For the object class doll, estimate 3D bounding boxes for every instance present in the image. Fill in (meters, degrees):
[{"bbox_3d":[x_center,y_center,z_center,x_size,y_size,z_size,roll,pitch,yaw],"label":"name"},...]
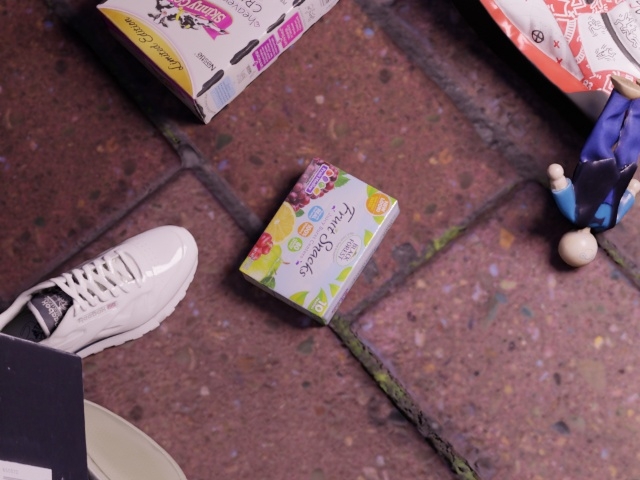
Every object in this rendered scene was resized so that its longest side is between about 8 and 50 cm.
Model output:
[{"bbox_3d":[0.268,-0.063,1.617,0.046,0.129,0.189,39,118,46],"label":"doll"}]

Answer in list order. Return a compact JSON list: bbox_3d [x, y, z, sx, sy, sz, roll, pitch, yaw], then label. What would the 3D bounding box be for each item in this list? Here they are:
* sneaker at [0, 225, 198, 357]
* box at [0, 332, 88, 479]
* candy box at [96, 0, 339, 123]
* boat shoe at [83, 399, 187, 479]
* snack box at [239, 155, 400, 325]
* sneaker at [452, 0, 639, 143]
[{"bbox_3d":[-0.223,0.057,1.662,0.235,0.095,0.090,-35,69,-10],"label":"sneaker"},{"bbox_3d":[-0.376,0.283,1.504,0.313,0.179,0.343,-20,66,30],"label":"box"},{"bbox_3d":[-0.094,-0.259,1.770,0.233,0.071,0.159,-45,71,-7],"label":"candy box"},{"bbox_3d":[-0.161,0.279,1.568,0.340,0.127,0.113,39,108,24],"label":"boat shoe"},{"bbox_3d":[0.000,0.000,1.681,0.100,0.037,0.141,29,77,16],"label":"snack box"},{"bbox_3d":[0.249,-0.228,1.699,0.145,0.090,0.270,-40,73,-7],"label":"sneaker"}]
